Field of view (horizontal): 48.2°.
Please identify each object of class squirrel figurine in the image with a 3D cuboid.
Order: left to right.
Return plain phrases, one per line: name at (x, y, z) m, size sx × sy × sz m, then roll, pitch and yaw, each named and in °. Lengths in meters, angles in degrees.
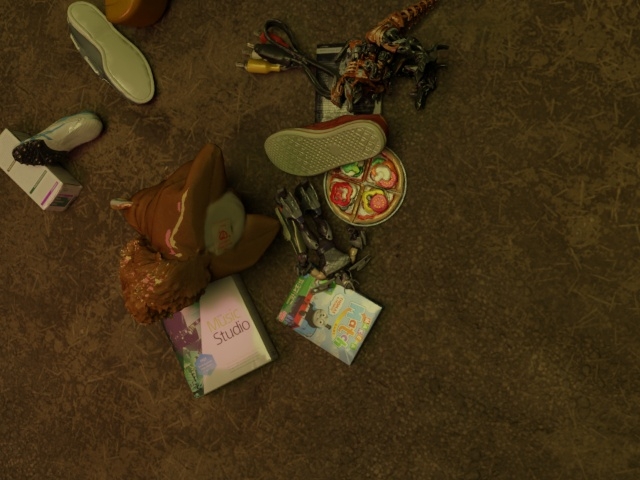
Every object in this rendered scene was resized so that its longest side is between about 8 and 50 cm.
squirrel figurine at (-0.355, -0.009, 1.646) m, size 0.370 × 0.281 × 0.397 m, roll 10°, pitch 65°, yaw 44°

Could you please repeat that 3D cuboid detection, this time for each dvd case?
dvd case at (0.067, -0.356, 1.693) m, size 0.164 × 0.018 × 0.221 m, roll 2°, pitch 91°, yaw 18°

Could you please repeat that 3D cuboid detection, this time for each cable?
cable at (-0.058, -0.432, 1.716) m, size 0.287 × 0.072 × 0.139 m, roll 25°, pitch 84°, yaw 10°

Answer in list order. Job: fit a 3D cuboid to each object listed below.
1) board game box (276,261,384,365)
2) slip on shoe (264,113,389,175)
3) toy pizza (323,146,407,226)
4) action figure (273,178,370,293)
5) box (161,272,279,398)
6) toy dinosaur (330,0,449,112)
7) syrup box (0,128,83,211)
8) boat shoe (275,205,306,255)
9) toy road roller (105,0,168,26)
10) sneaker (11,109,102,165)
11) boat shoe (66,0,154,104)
board game box at (0.022, 0.171, 1.695) m, size 0.211 × 0.039 × 0.160 m, roll 30°, pitch 98°, yaw 14°
slip on shoe at (0.014, -0.227, 1.659) m, size 0.331 × 0.101 × 0.123 m, roll -7°, pitch 118°, yaw 34°
toy pizza at (0.101, -0.133, 1.674) m, size 0.201 × 0.032 × 0.201 m, roll 0°, pitch 90°, yaw 17°
action figure at (0.000, 0.000, 1.651) m, size 0.185 × 0.099 × 0.285 m, roll -28°, pitch 80°, yaw -25°
box at (-0.274, 0.197, 1.775) m, size 0.232 × 0.058 × 0.322 m, roll -29°, pitch 80°, yaw 15°
toy dinosaur at (0.158, -0.415, 1.590) m, size 0.218 × 0.164 × 0.322 m, roll 35°, pitch 104°, yaw 17°
syrup box at (-0.757, -0.185, 1.903) m, size 0.237 × 0.093 × 0.096 m, roll 43°, pitch 101°, yaw 12°
boat shoe at (-0.070, -0.024, 1.719) m, size 0.043 × 0.049 × 0.137 m, roll -21°, pitch 81°, yaw 19°
toy road roller at (-0.418, -0.656, 1.754) m, size 0.329 × 0.202 × 0.241 m, roll 2°, pitch 103°, yaw 22°
sneaker at (-0.681, -0.265, 1.849) m, size 0.237 × 0.085 × 0.086 m, roll -29°, pitch 46°, yaw -20°
boat shoe at (-0.544, -0.469, 1.856) m, size 0.319 × 0.116 × 0.099 m, roll 51°, pitch 146°, yaw 4°
